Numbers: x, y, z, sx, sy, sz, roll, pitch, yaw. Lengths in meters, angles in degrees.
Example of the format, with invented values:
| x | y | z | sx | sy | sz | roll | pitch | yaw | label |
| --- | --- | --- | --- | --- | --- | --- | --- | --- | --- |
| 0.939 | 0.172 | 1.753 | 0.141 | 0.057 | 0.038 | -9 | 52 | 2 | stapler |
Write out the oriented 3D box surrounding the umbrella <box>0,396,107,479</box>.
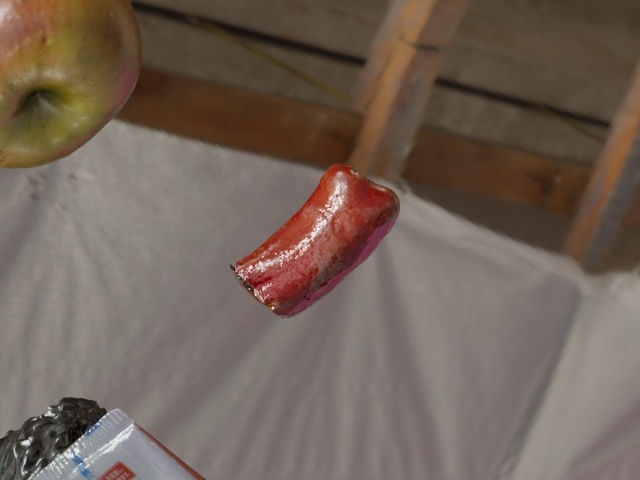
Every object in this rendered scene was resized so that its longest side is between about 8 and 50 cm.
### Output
| x | y | z | sx | sy | sz | roll | pitch | yaw | label |
| --- | --- | --- | --- | --- | --- | --- | --- | --- | --- |
| -0.250 | 0.260 | 1.185 | 0.336 | 0.128 | 0.154 | -48 | -9 | 10 | umbrella |

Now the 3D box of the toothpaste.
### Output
| x | y | z | sx | sy | sz | roll | pitch | yaw | label |
| --- | --- | --- | --- | --- | --- | --- | --- | --- | --- |
| -0.053 | 0.187 | 0.953 | 0.234 | 0.057 | 0.089 | 39 | -59 | -17 | toothpaste |

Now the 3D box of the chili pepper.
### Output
| x | y | z | sx | sy | sz | roll | pitch | yaw | label |
| --- | --- | --- | --- | --- | --- | --- | --- | --- | --- |
| 0.000 | 0.000 | 1.184 | 0.123 | 0.070 | 0.073 | -44 | -53 | 2 | chili pepper |

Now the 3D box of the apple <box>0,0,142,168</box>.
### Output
| x | y | z | sx | sy | sz | roll | pitch | yaw | label |
| --- | --- | --- | --- | --- | --- | --- | --- | --- | --- |
| -0.282 | -0.183 | 1.604 | 0.235 | 0.173 | 0.210 | -30 | -33 | 17 | apple |
